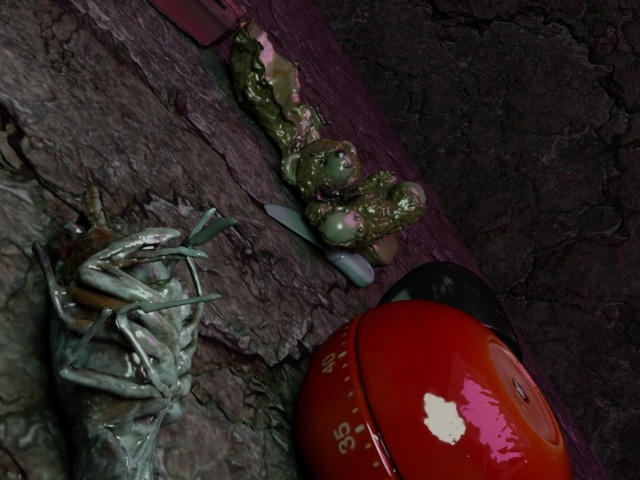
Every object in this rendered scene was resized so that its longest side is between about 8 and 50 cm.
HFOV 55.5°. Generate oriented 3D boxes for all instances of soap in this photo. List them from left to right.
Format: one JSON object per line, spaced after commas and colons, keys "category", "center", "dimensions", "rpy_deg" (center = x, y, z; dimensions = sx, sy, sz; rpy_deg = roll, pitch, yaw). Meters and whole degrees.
{"category": "soap", "center": [-0.262, -0.503, 1.194], "dimensions": [0.289, 0.112, 0.182], "rpy_deg": [37, 29, -47]}

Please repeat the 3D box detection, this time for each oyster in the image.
{"category": "oyster", "center": [-0.088, -0.302, 1.278], "dimensions": [0.337, 0.133, 0.198], "rpy_deg": [61, 32, -14]}

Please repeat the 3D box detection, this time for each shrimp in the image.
{"category": "shrimp", "center": [-0.144, 0.109, 0.500], "dimensions": [0.221, 0.166, 0.410], "rpy_deg": [95, -10, -64]}

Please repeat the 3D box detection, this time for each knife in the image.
{"category": "knife", "center": [0.000, -0.001, 1.198], "dimensions": [0.331, 0.044, 0.080], "rpy_deg": [37, 28, -39]}

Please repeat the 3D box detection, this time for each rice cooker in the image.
{"category": "rice cooker", "center": [0.233, 0.181, 1.170], "dimensions": [0.267, 0.267, 0.224], "rpy_deg": [45, 15, -34]}

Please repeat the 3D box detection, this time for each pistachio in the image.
{"category": "pistachio", "center": [0.095, -0.022, 1.329], "dimensions": [0.185, 0.124, 0.124], "rpy_deg": [46, 21, -10]}

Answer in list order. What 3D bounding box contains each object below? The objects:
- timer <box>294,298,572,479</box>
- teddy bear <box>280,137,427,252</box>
{"category": "timer", "center": [0.148, 0.259, 0.791], "dimensions": [0.378, 0.279, 0.378], "rpy_deg": [46, 22, -25]}
{"category": "teddy bear", "center": [0.048, -0.100, 1.208], "dimensions": [0.267, 0.156, 0.256], "rpy_deg": [-19, 71, -35]}
